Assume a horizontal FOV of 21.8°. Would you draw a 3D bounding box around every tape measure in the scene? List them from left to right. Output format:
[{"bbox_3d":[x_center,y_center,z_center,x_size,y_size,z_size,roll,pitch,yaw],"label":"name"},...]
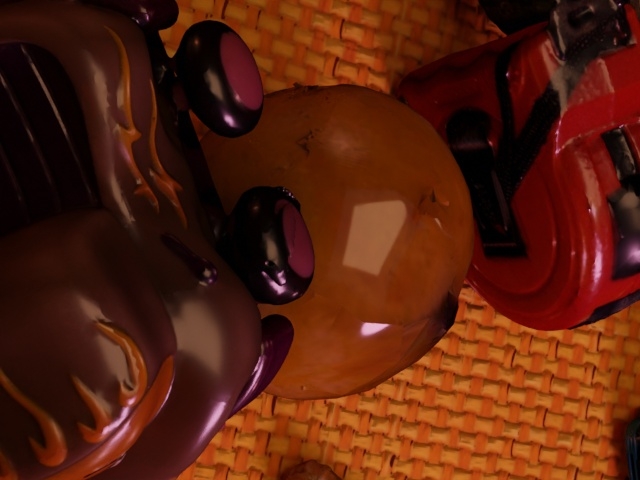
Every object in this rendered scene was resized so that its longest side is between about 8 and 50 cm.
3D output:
[{"bbox_3d":[0.177,-0.055,1.319,0.114,0.253,0.260,-21,96,-25],"label":"tape measure"}]

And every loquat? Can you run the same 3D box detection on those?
[{"bbox_3d":[0.000,0.000,1.222,0.235,0.235,0.235,0,91,-32],"label":"loquat"}]

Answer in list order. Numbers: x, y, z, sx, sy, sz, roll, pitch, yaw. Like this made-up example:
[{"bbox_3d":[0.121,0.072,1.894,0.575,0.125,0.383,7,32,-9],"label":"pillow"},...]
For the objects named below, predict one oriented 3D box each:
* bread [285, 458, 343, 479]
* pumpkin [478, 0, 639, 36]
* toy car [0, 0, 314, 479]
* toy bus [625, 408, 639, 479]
[{"bbox_3d":[0.028,0.237,1.350,0.157,0.044,0.052,44,62,-26],"label":"bread"},{"bbox_3d":[0.217,-0.260,1.399,0.224,0.157,0.223,4,83,-43],"label":"pumpkin"},{"bbox_3d":[-0.172,0.001,1.042,0.340,0.271,0.240,70,23,-3],"label":"toy car"},{"bbox_3d":[0.405,0.193,1.537,0.246,0.134,0.113,-12,97,-33],"label":"toy bus"}]
